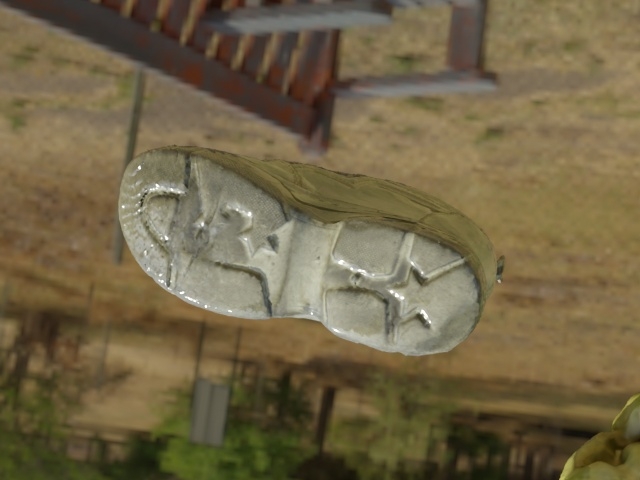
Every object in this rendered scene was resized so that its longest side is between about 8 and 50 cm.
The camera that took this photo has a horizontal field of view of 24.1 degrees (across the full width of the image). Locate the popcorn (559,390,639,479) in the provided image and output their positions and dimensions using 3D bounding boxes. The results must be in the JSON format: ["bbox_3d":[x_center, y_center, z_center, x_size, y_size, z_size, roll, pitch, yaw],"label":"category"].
[{"bbox_3d":[0.294,0.300,1.112,0.334,0.292,0.293,40,174,16],"label":"popcorn"}]

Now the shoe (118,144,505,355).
[{"bbox_3d":[0.000,0.000,1.303,0.342,0.132,0.210,16,-167,19],"label":"shoe"}]
